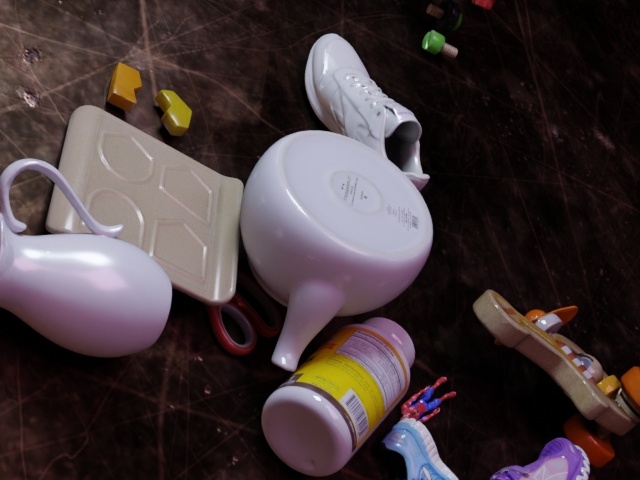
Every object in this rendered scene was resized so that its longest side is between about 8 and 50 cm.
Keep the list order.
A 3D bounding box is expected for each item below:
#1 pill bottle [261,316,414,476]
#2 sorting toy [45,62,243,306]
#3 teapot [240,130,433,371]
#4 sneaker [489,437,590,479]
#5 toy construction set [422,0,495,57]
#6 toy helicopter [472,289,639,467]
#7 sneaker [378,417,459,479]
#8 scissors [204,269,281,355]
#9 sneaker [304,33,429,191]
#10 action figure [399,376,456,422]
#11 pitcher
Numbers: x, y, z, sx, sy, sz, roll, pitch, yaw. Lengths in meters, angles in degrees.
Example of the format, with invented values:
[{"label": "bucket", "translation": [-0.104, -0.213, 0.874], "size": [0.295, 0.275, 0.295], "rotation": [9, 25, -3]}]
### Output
[{"label": "pill bottle", "translation": [0.030, 0.177, 1.445], "size": [0.117, 0.117, 0.215], "rotation": [52, 40, -2]}, {"label": "sorting toy", "translation": [-0.201, -0.073, 1.449], "size": [0.229, 0.041, 0.307], "rotation": [25, 41, -23]}, {"label": "teapot", "translation": [0.000, 0.000, 1.478], "size": [0.256, 0.187, 0.252], "rotation": [-14, 58, -45]}, {"label": "sneaker", "translation": [0.276, 0.330, 1.601], "size": [0.104, 0.095, 0.236], "rotation": [43, 42, -1]}, {"label": "toy construction set", "translation": [0.195, -0.513, 1.957], "size": [0.237, 0.309, 0.257], "rotation": [21, 42, -26]}, {"label": "toy helicopter", "translation": [0.329, 0.154, 1.724], "size": [0.355, 0.140, 0.235], "rotation": [35, 20, -37]}, {"label": "sneaker", "translation": [0.125, 0.305, 1.507], "size": [0.073, 0.063, 0.162], "rotation": [-28, 80, -32]}, {"label": "scissors", "translation": [-0.163, 0.019, 1.450], "size": [0.297, 0.021, 0.109], "rotation": [47, 42, -6]}, {"label": "sneaker", "translation": [0.076, -0.173, 1.705], "size": [0.114, 0.152, 0.305], "rotation": [1, 61, -41]}, {"label": "action figure", "translation": [0.137, 0.215, 1.592], "size": [0.115, 0.030, 0.038], "rotation": [-28, 89, -47]}, {"label": "pitcher", "translation": [-0.254, 0.023, 1.251], "size": [0.207, 0.125, 0.178], "rotation": [19, 92, -29]}]
